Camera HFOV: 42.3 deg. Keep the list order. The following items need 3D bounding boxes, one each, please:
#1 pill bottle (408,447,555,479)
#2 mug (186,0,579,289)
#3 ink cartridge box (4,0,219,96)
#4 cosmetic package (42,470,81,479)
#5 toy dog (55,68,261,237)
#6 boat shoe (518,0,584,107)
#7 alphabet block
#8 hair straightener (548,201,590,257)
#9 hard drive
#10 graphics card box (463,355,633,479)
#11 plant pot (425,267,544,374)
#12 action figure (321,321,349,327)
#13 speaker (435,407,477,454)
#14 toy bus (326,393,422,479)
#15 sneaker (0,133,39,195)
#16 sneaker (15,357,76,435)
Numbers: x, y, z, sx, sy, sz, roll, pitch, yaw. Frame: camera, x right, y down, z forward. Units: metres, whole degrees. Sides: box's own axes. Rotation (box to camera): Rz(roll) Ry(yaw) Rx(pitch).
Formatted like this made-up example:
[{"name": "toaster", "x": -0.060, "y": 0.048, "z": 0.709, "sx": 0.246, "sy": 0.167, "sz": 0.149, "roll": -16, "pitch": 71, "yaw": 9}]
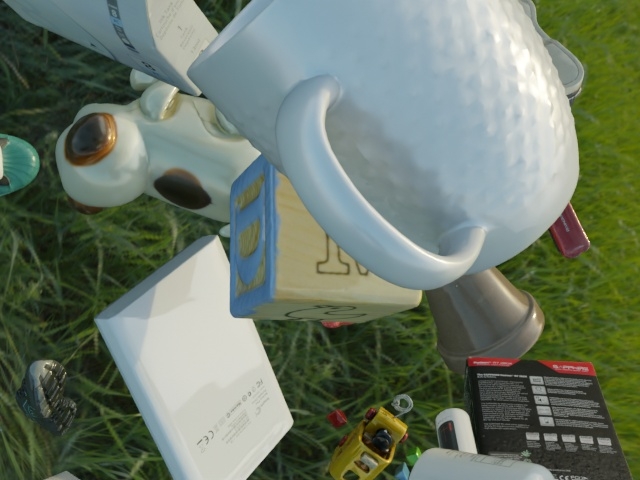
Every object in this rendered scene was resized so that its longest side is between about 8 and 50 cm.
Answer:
[{"name": "pill bottle", "x": 0.234, "y": 0.342, "z": 1.041, "sx": 0.131, "sy": 0.229, "sz": 0.131, "roll": 0, "pitch": 90, "yaw": -54}, {"name": "mug", "x": 0.072, "y": -0.108, "z": 0.762, "sx": 0.328, "sy": 0.276, "sz": 0.374, "roll": 45, "pitch": 35, "yaw": -17}, {"name": "ink cartridge box", "x": -0.311, "y": -0.323, "z": 0.944, "sx": 0.308, "sy": 0.385, "sz": 0.091, "roll": 27, "pitch": 85, "yaw": 18}, {"name": "cosmetic package", "x": -0.457, "y": 0.566, "z": 1.610, "sx": 0.238, "sy": 0.107, "sz": 0.127, "roll": 22, "pitch": 97, "yaw": 17}, {"name": "toy dog", "x": -0.308, "y": -0.158, "z": 1.631, "sx": 0.408, "sy": 0.284, "sz": 0.395, "roll": 0, "pitch": 64, "yaw": -17}, {"name": "boat shoe", "x": 0.223, "y": -0.216, "z": 0.937, "sx": 0.075, "sy": 0.065, "sz": 0.206, "roll": -23, "pitch": 54, "yaw": -6}, {"name": "alphabet block", "x": 0.000, "y": 0.000, "z": 1.071, "sx": 0.197, "sy": 0.192, "sz": 0.193, "roll": 4, "pitch": 78, "yaw": -20}, {"name": "hair straightener", "x": 0.299, "y": -0.082, "z": 1.154, "sx": 0.047, "sy": 0.089, "sz": 0.230, "roll": -31, "pitch": 87, "yaw": 9}, {"name": "hard drive", "x": -0.173, "y": 0.202, "z": 1.235, "sx": 0.233, "sy": 0.047, "sz": 0.353, "roll": -42, "pitch": 121, "yaw": -44}, {"name": "graphics card box", "x": 0.365, "y": 0.336, "z": 1.360, "sx": 0.233, "sy": 0.371, "sz": 0.094, "roll": 3, "pitch": 117, "yaw": 3}, {"name": "plant pot", "x": 0.357, "y": 0.148, "z": 1.946, "sx": 0.263, "sy": 0.263, "sz": 0.229, "roll": -42, "pitch": 109, "yaw": -24}, {"name": "action figure", "x": 0.045, "y": 0.081, "z": 1.624, "sx": 0.092, "sy": 0.280, "sz": 0.139, "roll": -15, "pitch": 103, "yaw": 19}, {"name": "speaker", "x": 0.204, "y": 0.313, "z": 1.223, "sx": 0.055, "sy": 0.055, "sz": 0.136, "roll": 24, "pitch": 29, "yaw": -14}, {"name": "toy bus", "x": 0.107, "y": 0.440, "z": 1.745, "sx": 0.191, "sy": 0.104, "sz": 0.202, "roll": -6, "pitch": 111, "yaw": 17}, {"name": "sneaker", "x": -0.535, "y": -0.107, "z": 1.155, "sx": 0.302, "sy": 0.121, "sz": 0.108, "roll": -5, "pitch": 92, "yaw": -36}, {"name": "sneaker", "x": -0.573, "y": 0.316, "z": 1.676, "sx": 0.106, "sy": 0.267, "sz": 0.101, "roll": 19, "pitch": 52, "yaw": 7}]
